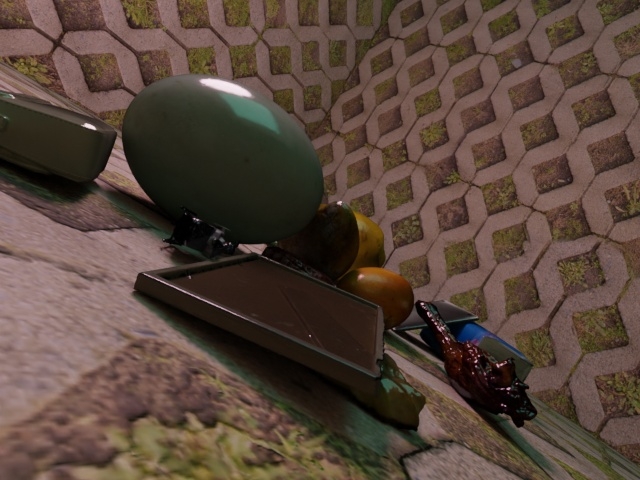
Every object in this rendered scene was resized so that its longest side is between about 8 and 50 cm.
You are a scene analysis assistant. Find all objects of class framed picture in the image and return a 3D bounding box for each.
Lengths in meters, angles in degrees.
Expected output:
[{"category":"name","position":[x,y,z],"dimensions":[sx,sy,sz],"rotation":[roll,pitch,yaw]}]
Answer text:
[{"category":"framed picture","position":[-0.028,0.066,0.449],"dimensions":[0.211,0.020,0.289],"rotation":[22,4,8]}]

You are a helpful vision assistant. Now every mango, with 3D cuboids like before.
[{"category":"mango","position":[0.128,0.128,0.961],"dimensions":[0.187,0.138,0.257],"rotation":[20,-9,16]},{"category":"mango","position":[0.000,0.000,0.934],"dimensions":[0.193,0.146,0.316],"rotation":[63,-30,3]}]

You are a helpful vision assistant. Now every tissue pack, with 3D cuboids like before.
[{"category":"tissue pack","position":[0.455,0.325,1.217],"dimensions":[0.198,0.146,0.263],"rotation":[33,0,-14]}]

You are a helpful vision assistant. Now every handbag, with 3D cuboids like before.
[{"category":"handbag","position":[-0.381,-0.148,0.503],"dimensions":[0.219,0.079,0.256],"rotation":[20,6,-25]}]

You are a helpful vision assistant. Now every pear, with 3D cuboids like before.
[{"category":"pear","position":[0.072,0.033,1.493],"dimensions":[0.335,0.285,0.285],"rotation":[-13,-23,26]}]

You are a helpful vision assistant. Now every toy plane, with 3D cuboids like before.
[{"category":"toy plane","position":[-0.153,-0.001,0.549],"dimensions":[0.078,0.054,0.197],"rotation":[26,-6,0]}]

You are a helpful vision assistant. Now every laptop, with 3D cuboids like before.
[{"category":"laptop","position":[0.310,0.223,1.225],"dimensions":[0.268,0.015,0.187],"rotation":[-5,9,-13]}]

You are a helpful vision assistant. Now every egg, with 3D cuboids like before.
[{"category":"egg","position":[-0.160,-0.137,0.745],"dimensions":[0.388,0.276,0.276],"rotation":[26,4,-36]}]

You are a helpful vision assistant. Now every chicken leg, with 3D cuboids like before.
[{"category":"chicken leg","position":[0.295,0.245,0.835],"dimensions":[0.158,0.095,0.407],"rotation":[64,-1,-17]}]

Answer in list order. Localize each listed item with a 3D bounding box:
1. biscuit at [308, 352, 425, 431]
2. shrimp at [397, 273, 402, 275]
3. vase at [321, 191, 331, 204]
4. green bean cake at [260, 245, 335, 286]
[{"category":"biscuit","position":[0.007,0.115,0.495],"dimensions":[0.187,0.036,0.273],"rotation":[27,3,-17]},{"category":"shrimp","position":[0.265,0.187,1.692],"dimensions":[0.137,0.172,0.372],"rotation":[38,-8,-20]},{"category":"vase","position":[-0.197,-0.143,1.409],"dimensions":[0.445,0.250,0.250],"rotation":[23,-5,34]},{"category":"green bean cake","position":[-0.045,0.067,0.816],"dimensions":[0.135,0.056,0.135],"rotation":[33,-1,31]}]
